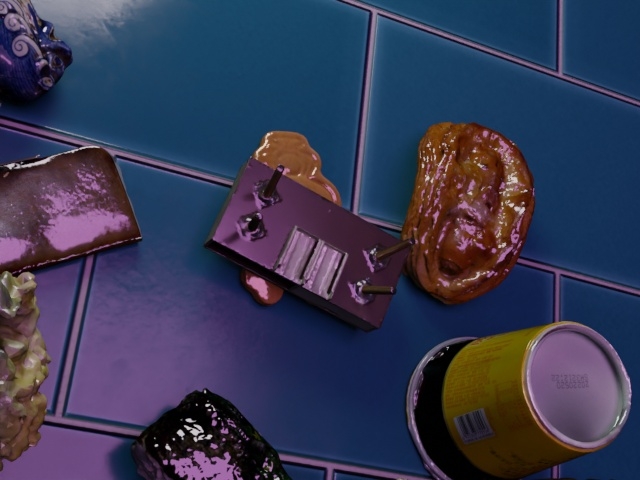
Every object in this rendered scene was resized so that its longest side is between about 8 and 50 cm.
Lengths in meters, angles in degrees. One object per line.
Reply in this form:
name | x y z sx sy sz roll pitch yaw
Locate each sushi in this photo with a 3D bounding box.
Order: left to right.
sushi | -0.102 0.276 1.035 0.127 0.124 0.225 -33 87 -28

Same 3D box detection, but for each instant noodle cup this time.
instant noodle cup | 0.246 0.198 1.161 0.215 0.236 0.215 7 70 -20

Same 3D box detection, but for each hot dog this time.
hot dog | 0.200 -0.046 1.290 0.175 0.114 0.259 21 65 -16

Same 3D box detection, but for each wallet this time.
wallet | -0.341 -0.028 1.083 0.255 0.031 0.137 -18 80 -29

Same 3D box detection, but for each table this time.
table | 0.000 0.000 1.150 0.240 0.111 0.121 28 68 -15

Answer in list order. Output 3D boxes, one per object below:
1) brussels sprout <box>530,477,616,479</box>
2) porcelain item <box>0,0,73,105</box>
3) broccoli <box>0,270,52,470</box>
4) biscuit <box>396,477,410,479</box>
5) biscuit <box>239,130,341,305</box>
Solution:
brussels sprout | 0.271 0.415 1.058 0.355 0.289 0.281 10 75 -51
porcelain item | -0.421 -0.186 1.055 0.186 0.138 0.288 48 54 -23
broccoli | -0.397 0.124 0.880 0.348 0.281 0.293 -42 83 11
biscuit | 0.033 0.392 1.065 0.250 0.046 0.147 -36 127 -30
biscuit | -0.039 -0.031 1.224 0.144 0.040 0.236 5 73 -29
